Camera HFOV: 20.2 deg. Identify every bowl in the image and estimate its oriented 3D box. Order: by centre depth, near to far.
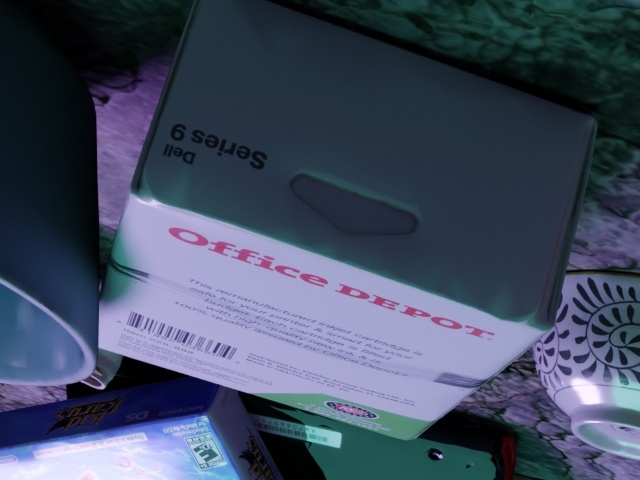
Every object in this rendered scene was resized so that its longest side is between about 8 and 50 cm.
[{"bbox_3d":[-0.244,-0.052,0.959,0.312,0.163,0.311,14,160,5],"label":"bowl"},{"bbox_3d":[0.200,0.089,1.114,0.170,0.080,0.170,15,161,5],"label":"bowl"}]

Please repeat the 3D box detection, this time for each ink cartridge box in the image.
[{"bbox_3d":[0.000,0.000,0.964,0.211,0.121,0.289,18,161,-6],"label":"ink cartridge box"}]

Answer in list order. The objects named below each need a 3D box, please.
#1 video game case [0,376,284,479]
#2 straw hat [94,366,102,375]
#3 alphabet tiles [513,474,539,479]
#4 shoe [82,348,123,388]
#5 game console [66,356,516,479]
[{"bbox_3d":[-0.153,0.241,1.531,0.270,0.061,0.244,-12,122,24],"label":"video game case"},{"bbox_3d":[-0.207,0.038,1.334,0.144,0.061,0.144,31,170,6],"label":"straw hat"},{"bbox_3d":[0.225,0.260,1.678,0.198,0.009,0.237,12,160,14],"label":"alphabet tiles"},{"bbox_3d":[-0.261,0.062,1.446,0.219,0.058,0.076,18,161,-4],"label":"shoe"},{"bbox_3d":[-0.034,0.248,1.575,0.387,0.060,0.342,11,127,9],"label":"game console"}]
